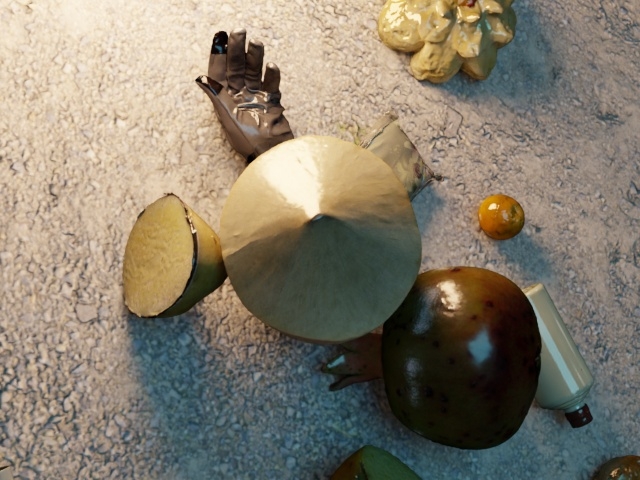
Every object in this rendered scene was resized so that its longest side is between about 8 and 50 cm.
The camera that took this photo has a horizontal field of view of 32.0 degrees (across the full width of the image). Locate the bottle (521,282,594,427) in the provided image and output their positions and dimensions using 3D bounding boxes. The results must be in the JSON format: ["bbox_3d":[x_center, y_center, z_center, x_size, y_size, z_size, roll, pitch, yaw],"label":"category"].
[{"bbox_3d":[0.383,0.200,1.867,0.104,0.104,0.245,-27,88,-26],"label":"bottle"}]

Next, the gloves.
[{"bbox_3d":[-0.106,-0.195,1.754,0.142,0.119,0.285,-26,102,-37],"label":"gloves"}]

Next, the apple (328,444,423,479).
[{"bbox_3d":[0.123,0.476,1.649,0.254,0.179,0.346,-38,91,-23],"label":"apple"}]

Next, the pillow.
[{"bbox_3d":[0.083,-0.079,1.835,0.169,0.059,0.255,47,64,-10],"label":"pillow"}]

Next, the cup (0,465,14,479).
[{"bbox_3d":[-0.455,0.376,1.480,0.128,0.095,0.129,-21,88,-25],"label":"cup"}]

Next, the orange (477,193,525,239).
[{"bbox_3d":[0.309,-0.039,1.912,0.083,0.070,0.083,12,70,-36],"label":"orange"}]

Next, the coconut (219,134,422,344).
[{"bbox_3d":[0.000,0.000,1.592,0.329,0.329,0.328,5,75,-21],"label":"coconut"}]

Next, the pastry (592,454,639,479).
[{"bbox_3d":[0.525,0.439,1.882,0.153,0.081,0.153,11,68,-29],"label":"pastry"}]

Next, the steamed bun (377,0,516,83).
[{"bbox_3d":[0.224,-0.431,1.937,0.292,0.137,0.295,30,70,-10],"label":"steamed bun"}]

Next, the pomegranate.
[{"bbox_3d":[0.189,0.191,1.737,0.291,0.323,0.290,31,50,-45],"label":"pomegranate"}]

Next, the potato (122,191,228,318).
[{"bbox_3d":[-0.194,0.034,1.627,0.117,0.202,0.182,17,63,-36],"label":"potato"}]
